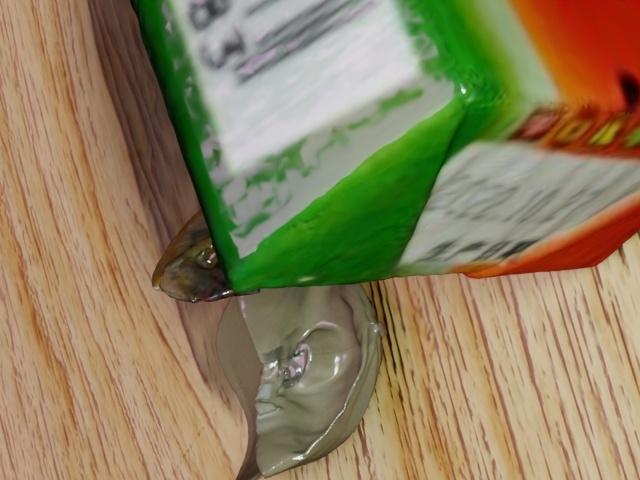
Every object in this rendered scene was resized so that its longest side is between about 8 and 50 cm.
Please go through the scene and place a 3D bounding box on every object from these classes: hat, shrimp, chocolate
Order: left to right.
[{"bbox_3d":[-0.014,0.108,1.178,0.173,0.144,0.166,68,-166,-67],"label":"hat"},{"bbox_3d":[0.000,0.000,1.063,0.296,0.169,0.058,5,129,49],"label":"shrimp"},{"bbox_3d":[0.049,-0.167,0.854,0.161,0.341,0.360,-30,72,36],"label":"chocolate"}]
